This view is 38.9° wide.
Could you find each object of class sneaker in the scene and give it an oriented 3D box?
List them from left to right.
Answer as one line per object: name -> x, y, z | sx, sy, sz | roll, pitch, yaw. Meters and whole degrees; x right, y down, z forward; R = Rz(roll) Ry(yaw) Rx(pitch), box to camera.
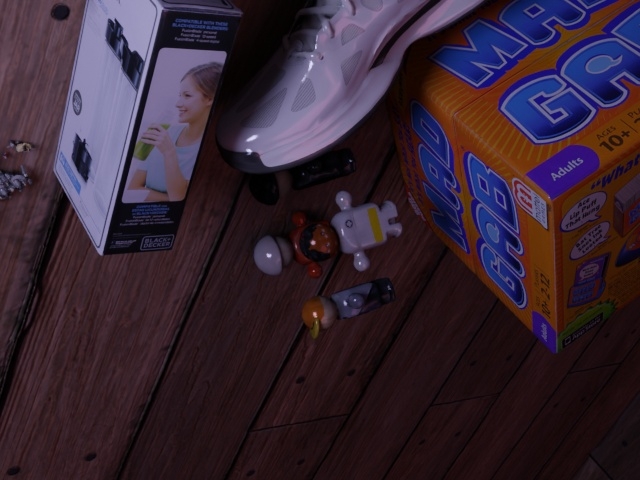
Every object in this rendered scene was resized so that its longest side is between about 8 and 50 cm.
sneaker -> 0.013, -0.295, 1.011 | 0.447, 0.169, 0.257 | -44, 135, -9

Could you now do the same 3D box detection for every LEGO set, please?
LEGO set -> -0.343, -0.071, 1.008 | 0.054, 0.023, 0.083 | -11, 135, -34

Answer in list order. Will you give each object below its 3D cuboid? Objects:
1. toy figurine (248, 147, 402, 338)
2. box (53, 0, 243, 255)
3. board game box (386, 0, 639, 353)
toy figurine -> 0.000, 0.000, 1.230 | 0.148, 0.209, 0.213 | -16, 137, -20
box -> -0.190, -0.148, 0.946 | 0.087, 0.169, 0.290 | -4, 132, -36
board game box -> 0.342, -0.143, 1.257 | 0.356, 0.356, 0.356 | -33, 143, -10
